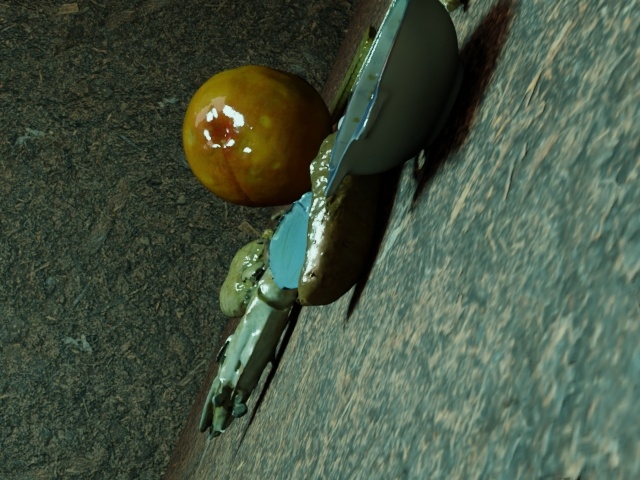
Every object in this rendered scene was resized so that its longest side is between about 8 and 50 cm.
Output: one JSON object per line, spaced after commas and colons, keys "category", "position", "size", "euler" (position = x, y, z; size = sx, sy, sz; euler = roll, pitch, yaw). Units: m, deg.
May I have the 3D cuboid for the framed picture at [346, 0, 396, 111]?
{"category": "framed picture", "position": [0.132, -0.433, 1.750], "size": [0.240, 0.020, 0.324], "euler": [-84, 18, -69]}

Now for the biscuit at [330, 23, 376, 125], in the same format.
{"category": "biscuit", "position": [0.083, -0.424, 2.077], "size": [0.172, 0.029, 0.254], "euler": [-78, 13, -63]}

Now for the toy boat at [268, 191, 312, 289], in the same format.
{"category": "toy boat", "position": [0.000, 0.000, 1.098], "size": [0.102, 0.088, 0.215], "euler": [-28, -20, -37]}

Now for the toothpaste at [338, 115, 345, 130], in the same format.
{"category": "toothpaste", "position": [0.068, -0.180, 1.290], "size": [0.193, 0.045, 0.071], "euler": [-154, 79, -77]}

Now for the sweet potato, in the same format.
{"category": "sweet potato", "position": [0.032, -0.070, 0.949], "size": [0.341, 0.092, 0.114], "euler": [-73, -8, -50]}

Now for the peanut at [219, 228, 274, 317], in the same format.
{"category": "peanut", "position": [-0.165, 0.079, 1.948], "size": [0.197, 0.110, 0.233], "euler": [131, 160, -69]}

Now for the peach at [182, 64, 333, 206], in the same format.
{"category": "peach", "position": [-0.147, -0.230, 1.816], "size": [0.342, 0.343, 0.302], "euler": [-64, -15, 23]}

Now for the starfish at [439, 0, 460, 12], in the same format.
{"category": "starfish", "position": [0.152, -0.342, 1.094], "size": [0.299, 0.060, 0.302], "euler": [133, 160, -78]}

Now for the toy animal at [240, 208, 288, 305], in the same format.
{"category": "toy animal", "position": [-0.104, 0.030, 1.705], "size": [0.214, 0.094, 0.186], "euler": [-56, 17, 16]}

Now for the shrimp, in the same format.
{"category": "shrimp", "position": [-0.099, 0.158, 1.318], "size": [0.247, 0.085, 0.360], "euler": [104, -169, -73]}

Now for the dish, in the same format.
{"category": "dish", "position": [0.082, -0.140, 0.817], "size": [0.228, 0.086, 0.236], "euler": [120, 170, -53]}
